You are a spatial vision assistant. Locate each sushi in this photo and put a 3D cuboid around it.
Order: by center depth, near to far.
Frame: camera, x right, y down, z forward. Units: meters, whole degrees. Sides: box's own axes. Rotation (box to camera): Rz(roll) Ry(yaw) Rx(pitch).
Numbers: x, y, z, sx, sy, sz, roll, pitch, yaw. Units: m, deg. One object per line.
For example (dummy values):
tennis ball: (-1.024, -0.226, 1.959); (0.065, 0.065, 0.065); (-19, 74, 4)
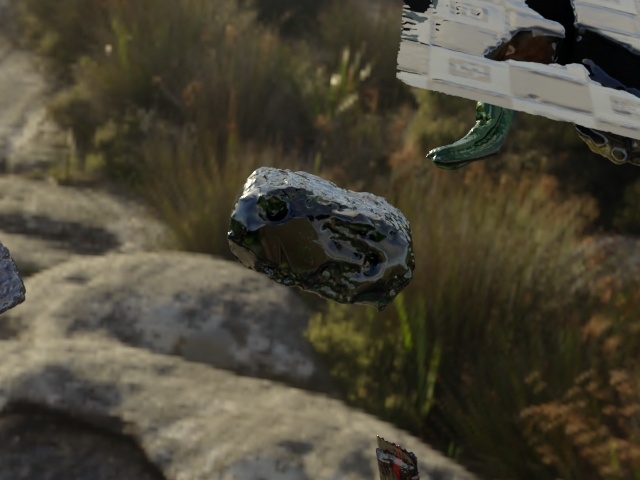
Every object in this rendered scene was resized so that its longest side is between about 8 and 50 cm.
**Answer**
sushi: (0.228, -0.139, 1.133); (0.343, 0.064, 0.359); (13, 31, -2)
sushi: (0.000, 0.000, 1.581); (0.225, 0.124, 0.127); (20, 18, -10)

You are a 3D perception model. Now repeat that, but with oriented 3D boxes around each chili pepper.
chili pepper: (0.203, -0.150, 1.692); (0.073, 0.050, 0.182); (40, 62, -19)

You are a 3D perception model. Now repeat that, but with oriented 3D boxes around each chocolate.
chocolate: (0.109, 0.349, 1.844); (0.028, 0.182, 0.086); (-31, 38, -31)

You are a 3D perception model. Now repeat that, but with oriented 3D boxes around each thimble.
thimble: (-0.502, 0.064, 1.939); (0.150, 0.098, 0.150); (-20, 11, 4)
